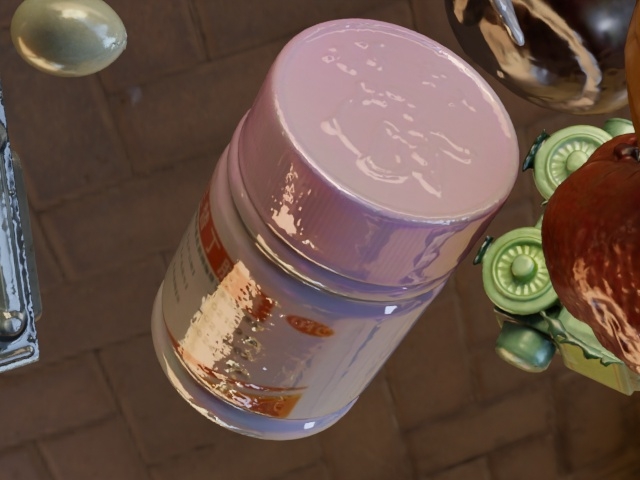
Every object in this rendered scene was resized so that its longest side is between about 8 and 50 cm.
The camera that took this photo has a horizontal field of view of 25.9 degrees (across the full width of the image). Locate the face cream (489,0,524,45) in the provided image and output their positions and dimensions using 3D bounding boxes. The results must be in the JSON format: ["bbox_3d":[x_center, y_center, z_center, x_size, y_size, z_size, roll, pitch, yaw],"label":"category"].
[{"bbox_3d":[-0.033,-0.227,0.530,0.137,0.420,0.235,-35,115,13],"label":"face cream"}]

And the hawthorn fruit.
[{"bbox_3d":[0.273,0.034,0.958,0.207,0.207,0.243,-23,103,4],"label":"hawthorn fruit"}]

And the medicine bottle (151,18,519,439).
[{"bbox_3d":[0.000,0.000,1.105,0.202,0.202,0.316,8,140,-21],"label":"medicine bottle"}]

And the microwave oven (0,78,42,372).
[{"bbox_3d":[-0.324,-0.012,1.091,0.194,0.145,0.240,-15,112,-30],"label":"microwave oven"}]

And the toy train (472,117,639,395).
[{"bbox_3d":[0.272,0.013,1.343,0.271,0.188,0.159,-62,157,-11],"label":"toy train"}]

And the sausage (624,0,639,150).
[{"bbox_3d":[0.222,-0.132,0.727,0.112,0.328,0.112,15,140,13],"label":"sausage"}]

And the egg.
[{"bbox_3d":[-0.324,-0.267,1.794,0.152,0.114,0.114,9,128,7],"label":"egg"}]

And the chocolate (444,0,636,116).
[{"bbox_3d":[0.305,-0.321,1.564,0.331,0.383,0.383,-31,131,-12],"label":"chocolate"}]
